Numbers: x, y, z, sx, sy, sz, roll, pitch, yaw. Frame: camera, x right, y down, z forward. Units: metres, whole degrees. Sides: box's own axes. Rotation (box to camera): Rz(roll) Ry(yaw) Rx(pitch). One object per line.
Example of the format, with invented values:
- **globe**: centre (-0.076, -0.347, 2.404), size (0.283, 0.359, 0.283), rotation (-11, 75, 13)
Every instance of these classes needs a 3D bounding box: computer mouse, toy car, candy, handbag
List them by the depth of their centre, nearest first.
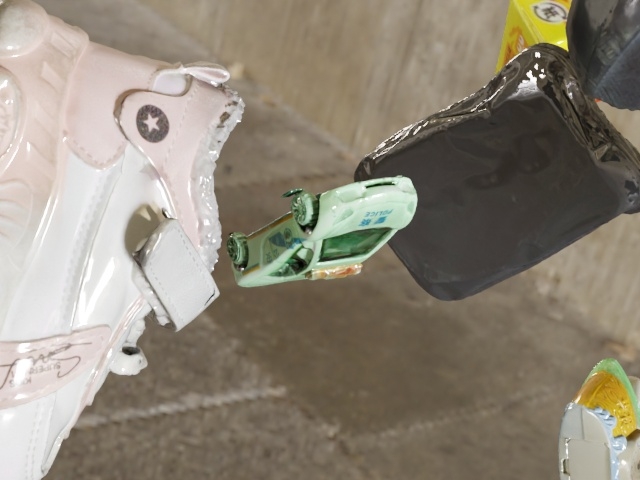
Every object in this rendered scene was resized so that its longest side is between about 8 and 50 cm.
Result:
- **computer mouse**: centre (0.196, -0.149, 0.798), size (0.106, 0.192, 0.062), rotation (47, 21, 18)
- **toy car**: centre (0.000, 0.000, 1.099), size (0.093, 0.058, 0.186), rotation (-6, -13, -31)
- **handbag**: centre (0.182, -0.064, 1.572), size (0.191, 0.332, 0.075), rotation (56, 45, -3)
- **candy**: centre (0.340, -0.235, 1.726), size (0.276, 0.146, 0.088), rotation (-18, 59, -12)

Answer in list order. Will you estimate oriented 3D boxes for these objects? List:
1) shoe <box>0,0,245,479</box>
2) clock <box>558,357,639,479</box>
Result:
- **shoe**: centre (-0.163, 0.024, 1.040), size (0.198, 0.351, 0.172), rotation (8, 9, -20)
- **clock**: centre (0.331, 0.240, 1.710), size (0.103, 0.231, 0.144), rotation (5, 13, 43)
